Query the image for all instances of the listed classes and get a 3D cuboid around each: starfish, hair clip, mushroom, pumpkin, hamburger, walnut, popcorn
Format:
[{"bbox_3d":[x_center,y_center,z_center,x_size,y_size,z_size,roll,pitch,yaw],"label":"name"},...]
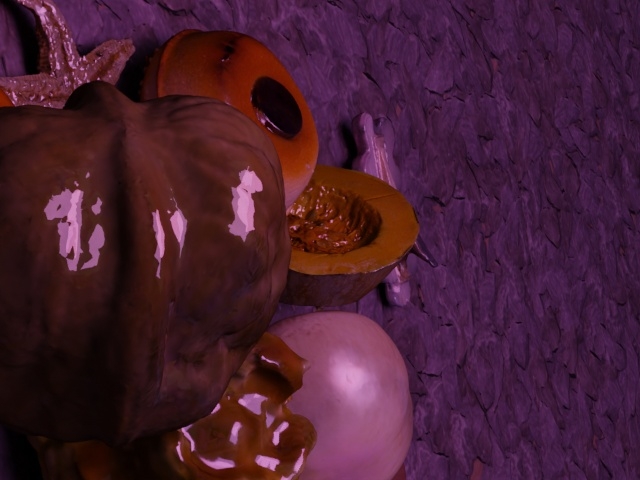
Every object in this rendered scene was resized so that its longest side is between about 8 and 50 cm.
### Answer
[{"bbox_3d":[-0.248,-0.170,1.527,0.247,0.050,0.138,25,57,-60],"label":"starfish"},{"bbox_3d":[0.090,-0.042,2.079,0.146,0.075,0.257,-16,88,-64],"label":"hair clip"},{"bbox_3d":[-0.029,0.169,1.651,0.254,0.260,0.234,20,27,-49],"label":"mushroom"},{"bbox_3d":[-0.005,0.010,1.785,0.217,0.217,0.110,-48,155,-56],"label":"pumpkin"},{"bbox_3d":[-0.102,-0.118,1.674,0.237,0.147,0.236,39,38,-39],"label":"hamburger"},{"bbox_3d":[-0.167,0.016,1.228,0.253,0.282,0.276,-78,-177,-49],"label":"walnut"},{"bbox_3d":[-0.135,0.174,1.428,0.258,0.270,0.224,41,9,28],"label":"popcorn"}]

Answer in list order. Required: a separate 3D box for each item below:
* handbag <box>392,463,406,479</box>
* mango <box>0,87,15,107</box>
[{"bbox_3d":[0.029,0.287,1.847,0.193,0.072,0.151,36,50,-49],"label":"handbag"},{"bbox_3d":[-0.305,-0.065,1.330,0.141,0.102,0.217,-50,122,-49],"label":"mango"}]
